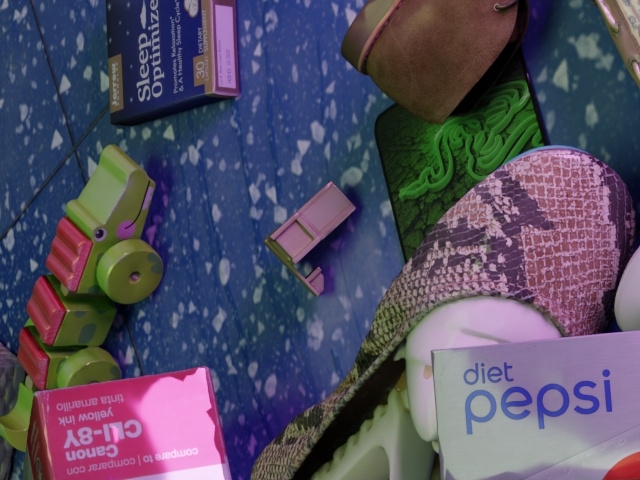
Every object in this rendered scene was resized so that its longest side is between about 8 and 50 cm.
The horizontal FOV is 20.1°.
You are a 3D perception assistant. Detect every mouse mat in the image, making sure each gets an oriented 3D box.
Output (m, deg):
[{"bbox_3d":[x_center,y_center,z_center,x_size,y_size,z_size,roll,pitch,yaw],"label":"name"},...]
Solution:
[{"bbox_3d":[0.114,-0.068,1.470,0.190,0.007,0.152,-32,64,46],"label":"mouse mat"}]

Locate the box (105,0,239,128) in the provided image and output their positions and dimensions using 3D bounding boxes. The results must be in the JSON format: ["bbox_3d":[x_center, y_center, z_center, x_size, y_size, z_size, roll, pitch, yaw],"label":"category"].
[{"bbox_3d":[-0.161,-0.192,1.800,0.225,0.037,0.136,-11,80,52],"label":"box"}]

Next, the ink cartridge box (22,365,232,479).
[{"bbox_3d":[-0.154,0.341,1.589,0.279,0.160,0.384,117,142,-64],"label":"ink cartridge box"}]

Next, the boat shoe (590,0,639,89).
[{"bbox_3d":[0.226,-0.160,1.252,0.089,0.105,0.285,-48,54,36],"label":"boat shoe"}]

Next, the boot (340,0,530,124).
[{"bbox_3d":[0.137,-0.219,1.386,0.115,0.112,0.305,47,128,20],"label":"boot"}]

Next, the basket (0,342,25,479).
[{"bbox_3d":[-0.408,0.197,2.040,0.103,0.113,0.167,24,108,45],"label":"basket"}]

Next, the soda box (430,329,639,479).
[{"bbox_3d":[0.220,0.105,1.156,0.286,0.091,0.098,-6,83,20],"label":"soda box"}]

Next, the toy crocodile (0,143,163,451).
[{"bbox_3d":[-0.251,0.063,1.848,0.115,0.105,0.340,46,123,42],"label":"toy crocodile"}]

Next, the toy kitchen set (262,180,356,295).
[{"bbox_3d":[0.000,0.000,1.599,0.068,0.075,0.083,47,173,-3],"label":"toy kitchen set"}]

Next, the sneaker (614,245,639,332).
[{"bbox_3d":[0.263,0.024,1.190,0.080,0.094,0.212,45,135,-6],"label":"sneaker"}]

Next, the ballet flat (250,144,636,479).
[{"bbox_3d":[0.080,0.140,1.366,0.483,0.164,0.182,-52,15,40],"label":"ballet flat"}]
